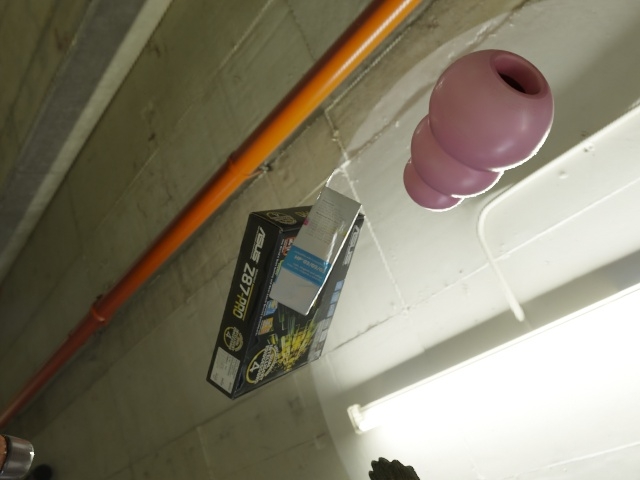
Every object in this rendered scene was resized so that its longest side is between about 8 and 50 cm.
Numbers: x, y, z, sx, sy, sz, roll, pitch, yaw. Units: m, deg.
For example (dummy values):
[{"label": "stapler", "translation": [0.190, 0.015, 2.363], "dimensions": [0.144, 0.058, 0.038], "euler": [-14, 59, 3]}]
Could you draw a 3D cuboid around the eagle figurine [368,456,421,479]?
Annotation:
[{"label": "eagle figurine", "translation": [0.178, 0.410, 0.678], "dimensions": [0.226, 0.298, 0.225], "euler": [120, -10, -54]}]

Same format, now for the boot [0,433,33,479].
[{"label": "boot", "translation": [-0.612, 0.309, 0.814], "dimensions": [0.264, 0.280, 0.096], "euler": [-9, -118, 25]}]

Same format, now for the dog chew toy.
[{"label": "dog chew toy", "translation": [0.257, -0.175, 1.034], "dimensions": [0.206, 0.207, 0.332], "euler": [63, -33, 22]}]

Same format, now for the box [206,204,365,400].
[{"label": "box", "translation": [-0.071, 0.120, 1.258], "dimensions": [0.097, 0.318, 0.394], "euler": [27, -70, 27]}]

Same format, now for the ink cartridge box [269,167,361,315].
[{"label": "ink cartridge box", "translation": [0.000, 0.000, 0.802], "dimensions": [0.062, 0.181, 0.104], "euler": [27, -31, 0]}]
